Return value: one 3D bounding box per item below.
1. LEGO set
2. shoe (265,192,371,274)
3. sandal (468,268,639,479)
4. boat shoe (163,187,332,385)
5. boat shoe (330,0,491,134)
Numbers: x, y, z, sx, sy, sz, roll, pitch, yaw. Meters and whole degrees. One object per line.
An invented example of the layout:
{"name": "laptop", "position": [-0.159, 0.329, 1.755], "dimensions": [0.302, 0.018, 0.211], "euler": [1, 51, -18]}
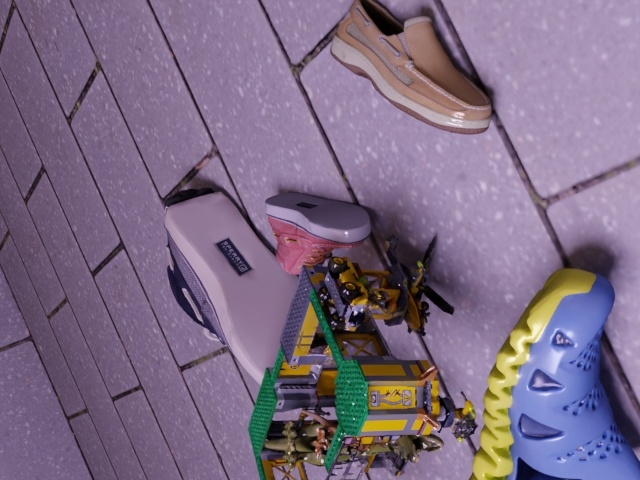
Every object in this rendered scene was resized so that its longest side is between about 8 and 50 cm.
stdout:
{"name": "LEGO set", "position": [0.064, 0.174, 0.735], "dimensions": [0.255, 0.192, 0.331], "euler": [-123, 42, -57]}
{"name": "shoe", "position": [0.000, 0.000, 0.858], "dimensions": [0.178, 0.063, 0.081], "euler": [20, 125, 53]}
{"name": "sandal", "position": [0.206, 0.165, 0.638], "dimensions": [0.138, 0.126, 0.317], "euler": [21, 129, 28]}
{"name": "boat shoe", "position": [-0.102, 0.094, 1.006], "dimensions": [0.340, 0.127, 0.158], "euler": [56, 151, 29]}
{"name": "boat shoe", "position": [0.079, -0.161, 0.663], "dimensions": [0.190, 0.068, 0.072], "euler": [41, 125, 33]}
